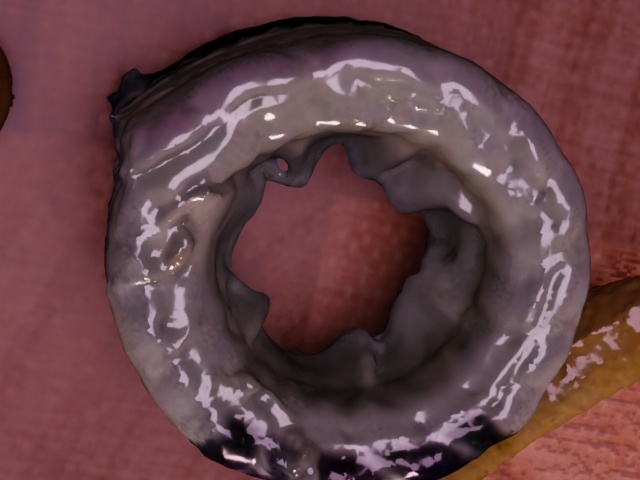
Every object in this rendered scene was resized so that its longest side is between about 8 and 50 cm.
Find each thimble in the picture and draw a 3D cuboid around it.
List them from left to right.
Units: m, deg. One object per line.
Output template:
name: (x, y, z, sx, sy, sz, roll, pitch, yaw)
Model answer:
thimble: (0.000, 0.000, 0.698, 0.237, 0.150, 0.237, -2, 100, -11)

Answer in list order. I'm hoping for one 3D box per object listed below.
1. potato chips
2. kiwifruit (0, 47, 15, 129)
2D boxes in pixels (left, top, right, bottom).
potato chips: (0.042, 0.138, 0.771, 0.407, 0.080, 0.057, -39, 122, -5)
kiwifruit: (-0.206, -0.073, 0.680, 0.124, 0.075, 0.075, 5, 99, -17)
